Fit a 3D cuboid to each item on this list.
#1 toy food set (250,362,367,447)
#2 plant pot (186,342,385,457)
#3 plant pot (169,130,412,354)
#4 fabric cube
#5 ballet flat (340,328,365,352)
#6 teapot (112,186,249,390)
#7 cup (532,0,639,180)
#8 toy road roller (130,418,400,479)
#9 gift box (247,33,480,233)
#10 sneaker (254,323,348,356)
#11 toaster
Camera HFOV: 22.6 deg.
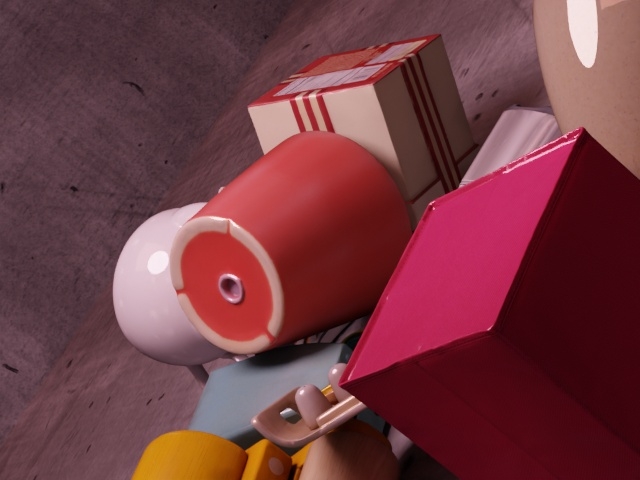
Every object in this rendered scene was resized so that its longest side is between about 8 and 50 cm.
[{"bbox_3d":[0.075,0.119,1.832,0.306,0.092,0.220,-33,-3,13],"label":"toy food set"},{"bbox_3d":[-0.031,0.238,2.089,0.234,0.165,0.165,-28,27,35],"label":"plant pot"},{"bbox_3d":[-0.051,0.019,2.131,0.275,0.275,0.243,-35,-2,43],"label":"plant pot"},{"bbox_3d":[0.225,0.093,1.553,0.259,0.258,0.254,-26,28,54],"label":"fabric cube"},{"bbox_3d":[0.061,0.154,2.174,0.077,0.077,0.231,-43,6,-40],"label":"ballet flat"},{"bbox_3d":[-0.166,0.080,2.343,0.187,0.256,0.252,12,69,40],"label":"teapot"},{"bbox_3d":[0.378,-0.132,1.620,0.331,0.331,0.237,-26,55,54],"label":"cup"},{"bbox_3d":[-0.088,0.321,1.906,0.329,0.240,0.202,-38,21,36],"label":"toy road roller"},{"bbox_3d":[0.084,-0.126,2.282,0.276,0.258,0.255,-3,24,39],"label":"gift box"},{"bbox_3d":[-0.040,0.118,2.411,0.321,0.127,0.126,-51,18,6],"label":"sneaker"},{"bbox_3d":[0.268,-0.085,2.038,0.146,0.129,0.227,-55,18,-5],"label":"toaster"}]
